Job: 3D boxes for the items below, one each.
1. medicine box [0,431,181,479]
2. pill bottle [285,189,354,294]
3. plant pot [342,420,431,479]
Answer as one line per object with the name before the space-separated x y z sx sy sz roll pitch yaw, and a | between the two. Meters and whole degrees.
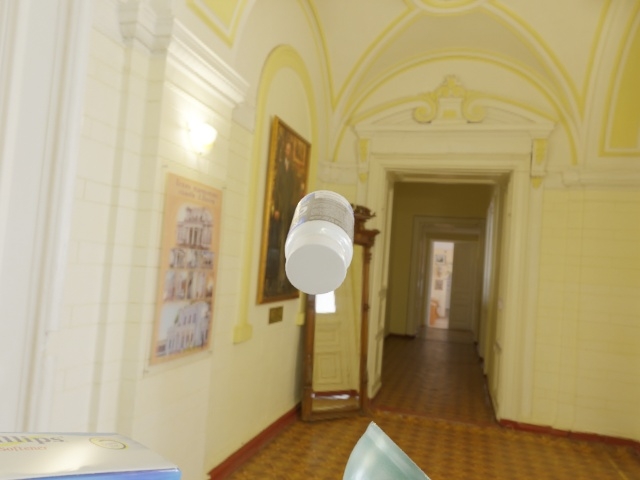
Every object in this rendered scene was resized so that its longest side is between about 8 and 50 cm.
medicine box | -0.330 0.365 0.510 0.149 0.289 0.263 10 -14 32
pill bottle | 0.000 0.000 0.574 0.078 0.078 0.137 4 27 3
plant pot | 0.158 0.583 1.084 0.293 0.196 0.293 44 -11 11
